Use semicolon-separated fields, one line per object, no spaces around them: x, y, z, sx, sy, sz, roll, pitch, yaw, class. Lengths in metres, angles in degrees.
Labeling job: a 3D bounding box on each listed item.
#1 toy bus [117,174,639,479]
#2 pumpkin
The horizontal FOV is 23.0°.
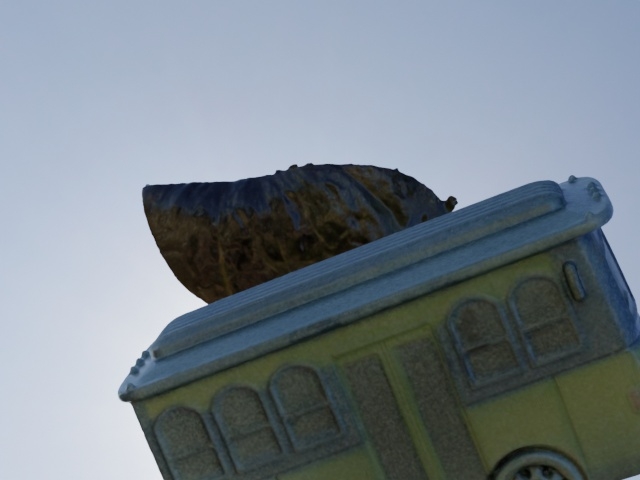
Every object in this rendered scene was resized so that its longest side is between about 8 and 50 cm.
0.055;0.096;0.973;0.312;0.152;0.190;-21;-82;9;toy bus
-0.003;0.002;1.356;0.278;0.111;0.163;26;-47;-21;pumpkin
